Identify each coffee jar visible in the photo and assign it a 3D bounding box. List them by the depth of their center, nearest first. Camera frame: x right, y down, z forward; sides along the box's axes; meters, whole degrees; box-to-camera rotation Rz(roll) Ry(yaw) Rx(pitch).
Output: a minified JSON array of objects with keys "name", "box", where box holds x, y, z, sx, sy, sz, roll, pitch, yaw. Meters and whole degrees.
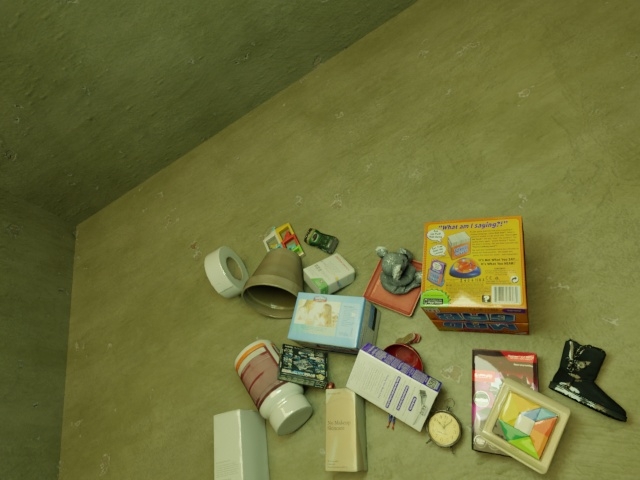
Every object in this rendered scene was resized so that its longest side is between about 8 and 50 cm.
[{"name":"coffee jar","box":[0.000,0.000,2.222,0.184,0.079,0.096,23,84,35]}]

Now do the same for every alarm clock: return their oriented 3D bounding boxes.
[{"name":"alarm clock","box":[0.483,0.705,1.584,0.129,0.064,0.192,11,77,26]}]

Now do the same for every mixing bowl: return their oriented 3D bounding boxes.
[{"name":"mixing bowl","box":[0.350,0.508,1.728,0.181,0.098,0.182,3,97,27]}]

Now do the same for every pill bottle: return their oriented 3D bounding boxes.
[{"name":"pill bottle","box":[-0.218,0.671,1.890,0.224,0.224,0.392,-45,52,0]}]

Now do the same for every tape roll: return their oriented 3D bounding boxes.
[{"name":"tape roll","box":[-0.516,0.177,2.279,0.100,0.286,0.286,-28,55,12]}]

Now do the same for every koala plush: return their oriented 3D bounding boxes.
[{"name":"koala plush","box":[0.334,0.125,1.826,0.203,0.221,0.196,-36,54,7]}]

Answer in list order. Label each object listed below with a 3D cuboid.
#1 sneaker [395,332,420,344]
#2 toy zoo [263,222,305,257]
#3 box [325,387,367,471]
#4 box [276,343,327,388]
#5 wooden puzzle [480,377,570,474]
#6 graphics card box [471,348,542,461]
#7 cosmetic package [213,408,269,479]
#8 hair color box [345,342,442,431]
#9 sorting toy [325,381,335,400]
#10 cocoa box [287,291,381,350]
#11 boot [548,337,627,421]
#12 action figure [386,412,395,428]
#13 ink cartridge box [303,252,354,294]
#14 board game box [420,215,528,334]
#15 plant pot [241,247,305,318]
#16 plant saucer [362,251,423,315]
[{"name":"sneaker","box":[0.388,0.441,1.805,0.118,0.067,0.042,-42,48,41]},{"name":"toy zoo","box":[-0.219,0.025,2.358,0.192,0.030,0.293,-34,54,8]},{"name":"box","box":[0.106,0.788,1.714,0.147,0.121,0.311,-14,59,23]},{"name":"box","box":[-0.079,0.567,1.859,0.220,0.051,0.175,14,32,-9]},{"name":"wooden puzzle","box":[0.701,0.629,1.411,0.220,0.044,0.239,22,76,34]},{"name":"graphics card box","box":[0.685,0.598,1.521,0.232,0.094,0.371,-2,65,27]},{"name":"cosmetic package","box":[-0.347,0.964,1.810,0.156,0.217,0.385,-23,54,16]},{"name":"hair color box","box":[0.292,0.582,1.653,0.338,0.110,0.185,26,105,24]},{"name":"sorting toy","box":[0.038,0.689,1.844,0.042,0.061,0.102,-12,37,23]},{"name":"cocoa box","box":[0.066,0.387,1.884,0.347,0.228,0.232,0,65,28]},{"name":"boot","box":[0.958,0.479,1.434,0.246,0.094,0.207,22,80,42]},{"name":"action figure","box":[0.301,0.720,1.705,0.038,0.030,0.115,1,63,34]},{"name":"ink cartridge box","box":[0.043,0.174,2.043,0.212,0.093,0.154,-26,50,-23]},{"name":"board game box","box":[0.621,0.150,1.630,0.356,0.356,0.356,-3,63,27]},{"name":"plant pot","box":[-0.216,0.200,2.108,0.323,0.323,0.280,-9,48,24]},{"name":"plant saucer","box":[0.364,0.204,1.936,0.258,0.048,0.259,18,75,34]}]
